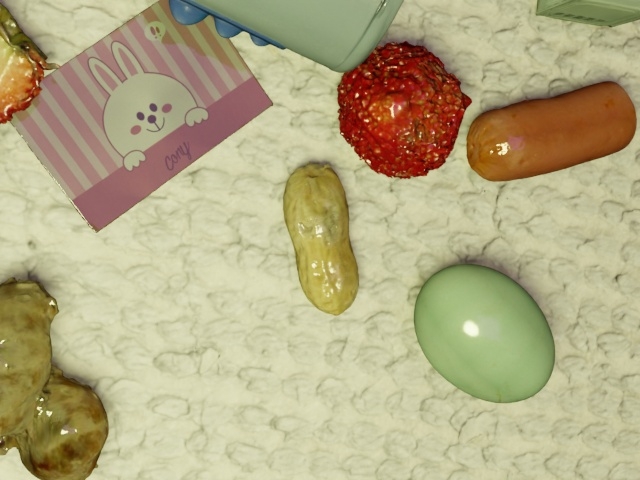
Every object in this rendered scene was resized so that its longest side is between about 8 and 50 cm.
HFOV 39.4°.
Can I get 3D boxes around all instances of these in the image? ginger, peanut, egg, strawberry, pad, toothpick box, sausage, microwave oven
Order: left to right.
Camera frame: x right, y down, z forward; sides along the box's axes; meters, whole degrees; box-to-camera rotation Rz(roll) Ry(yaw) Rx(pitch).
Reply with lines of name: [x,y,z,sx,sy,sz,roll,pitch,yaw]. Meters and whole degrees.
ginger: [-0.440,0.177,1.033,0.375,0.176,0.256,-3,97,-17]
strawberry: [-0.431,-0.200,1.069,0.208,0.087,0.167,-35,103,5]
pad: [-0.233,-0.177,1.171,0.300,0.005,0.202,-37,103,-13]
toothpick box: [-0.078,-0.369,1.098,0.355,0.263,0.263,22,85,-16]
peanut: [0.000,0.000,1.218,0.100,0.099,0.214,-12,102,-18]
strawberry: [0.105,-0.168,1.187,0.184,0.201,0.186,12,105,6]
egg: [0.231,0.132,1.254,0.231,0.168,0.168,44,79,-18]
sausage: [0.333,-0.155,1.308,0.259,0.113,0.113,-16,97,-18]
microwave oven: [0.408,-0.434,1.312,0.162,0.122,0.208,4,91,-18]
